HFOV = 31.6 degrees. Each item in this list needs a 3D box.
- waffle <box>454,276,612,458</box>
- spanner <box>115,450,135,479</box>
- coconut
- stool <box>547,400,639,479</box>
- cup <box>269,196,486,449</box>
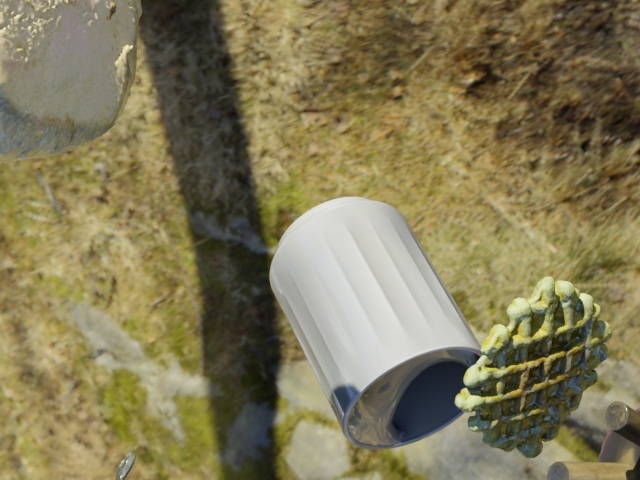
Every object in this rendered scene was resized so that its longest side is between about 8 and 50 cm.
[{"bbox_3d":[0.218,0.129,1.138,0.036,0.169,0.183,29,85,51],"label":"waffle"},{"bbox_3d":[-0.319,0.416,1.680,0.015,0.254,0.054,31,126,-14],"label":"spanner"},{"bbox_3d":[-0.365,-0.212,1.124,0.309,0.297,0.298,-1,106,34],"label":"coconut"},{"bbox_3d":[0.524,0.394,1.837,0.272,0.178,0.272,-15,72,52],"label":"stool"},{"bbox_3d":[0.094,0.133,1.721,0.236,0.323,0.327,-32,51,3],"label":"cup"}]
